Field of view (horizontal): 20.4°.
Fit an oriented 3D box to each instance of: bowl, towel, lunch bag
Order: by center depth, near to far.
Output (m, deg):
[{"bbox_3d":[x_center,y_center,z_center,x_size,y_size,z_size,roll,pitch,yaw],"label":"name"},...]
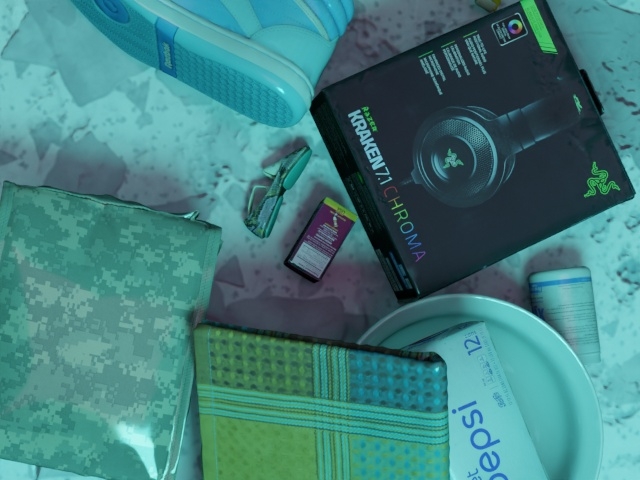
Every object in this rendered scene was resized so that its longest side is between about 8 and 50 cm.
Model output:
[{"bbox_3d":[0.004,0.263,1.787,0.271,0.040,0.370,7,115,20],"label":"towel"},{"bbox_3d":[-0.238,0.091,1.832,0.235,0.169,0.287,12,89,-7],"label":"lunch bag"},{"bbox_3d":[0.139,0.206,1.893,0.298,0.134,0.297,1,86,-9],"label":"bowl"}]

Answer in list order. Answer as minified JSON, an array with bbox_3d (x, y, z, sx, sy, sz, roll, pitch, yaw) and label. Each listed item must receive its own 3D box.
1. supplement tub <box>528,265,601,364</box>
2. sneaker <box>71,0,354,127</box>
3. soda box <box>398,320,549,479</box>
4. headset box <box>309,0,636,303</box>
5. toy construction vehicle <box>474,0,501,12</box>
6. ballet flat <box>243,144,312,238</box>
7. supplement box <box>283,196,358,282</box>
[{"bbox_3d":[0.267,0.084,1.951,0.071,0.071,0.107,-6,86,-8],"label":"supplement tub"},{"bbox_3d":[-0.110,-0.276,1.908,0.319,0.127,0.208,32,68,4],"label":"sneaker"},{"bbox_3d":[0.164,0.229,1.782,0.098,0.091,0.286,-23,90,-10],"label":"soda box"},{"bbox_3d":[0.168,-0.101,1.919,0.283,0.131,0.246,-24,90,-9],"label":"headset box"},{"bbox_3d":[0.183,-0.310,1.988,0.086,0.035,0.098,26,86,-17],"label":"toy construction vehicle"},{"bbox_3d":[-0.051,-0.059,1.934,0.041,0.041,0.114,28,82,-5],"label":"ballet flat"},{"bbox_3d":[0.000,0.000,1.927,0.043,0.055,0.083,32,83,-5],"label":"supplement box"}]
